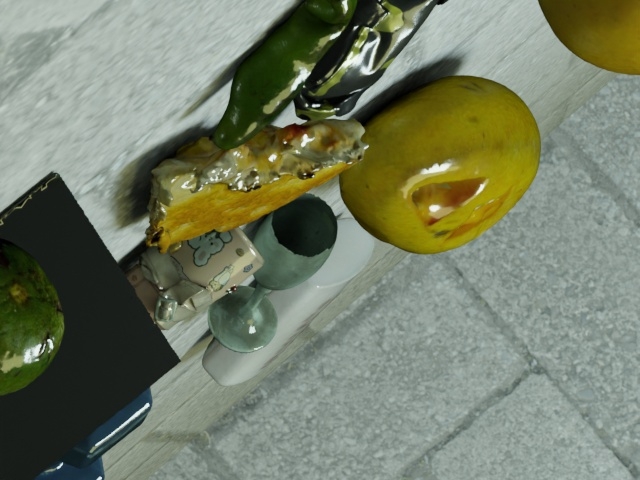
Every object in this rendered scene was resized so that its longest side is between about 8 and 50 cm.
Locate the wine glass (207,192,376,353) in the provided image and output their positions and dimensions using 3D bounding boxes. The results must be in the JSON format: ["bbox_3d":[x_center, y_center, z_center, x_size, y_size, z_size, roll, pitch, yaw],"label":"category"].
[{"bbox_3d":[0.000,0.000,2.192,0.264,0.096,0.309,-34,169,-29],"label":"wine glass"}]

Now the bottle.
[{"bbox_3d":[-0.139,0.035,1.729,0.152,0.099,0.099,-38,172,-3],"label":"bottle"}]

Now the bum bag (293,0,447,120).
[{"bbox_3d":[0.056,-0.192,1.510,0.232,0.060,0.107,-46,162,20],"label":"bum bag"}]

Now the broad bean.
[{"bbox_3d":[-0.024,-0.152,1.394,0.061,0.046,0.195,-12,148,-51],"label":"broad bean"}]

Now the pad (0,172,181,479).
[{"bbox_3d":[-0.256,0.106,1.421,0.248,0.007,0.367,-40,153,-9],"label":"pad"}]

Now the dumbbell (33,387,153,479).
[{"bbox_3d":[-0.273,0.187,1.739,0.156,0.143,0.316,-37,172,-30],"label":"dumbbell"}]

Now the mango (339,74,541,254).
[{"bbox_3d":[0.133,-0.096,2.081,0.253,0.182,0.365,-40,162,19],"label":"mango"}]

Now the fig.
[{"bbox_3d":[-0.263,0.065,1.211,0.156,0.123,0.123,-31,179,33],"label":"fig"}]

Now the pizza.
[{"bbox_3d":[-0.087,-0.055,1.564,0.189,0.071,0.297,-28,176,32],"label":"pizza"}]

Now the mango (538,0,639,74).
[{"bbox_3d":[0.368,-0.318,1.732,0.300,0.232,0.446,-49,176,27],"label":"mango"}]

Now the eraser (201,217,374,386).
[{"bbox_3d":[-0.050,0.091,2.505,0.270,0.095,0.174,-46,174,38],"label":"eraser"}]
